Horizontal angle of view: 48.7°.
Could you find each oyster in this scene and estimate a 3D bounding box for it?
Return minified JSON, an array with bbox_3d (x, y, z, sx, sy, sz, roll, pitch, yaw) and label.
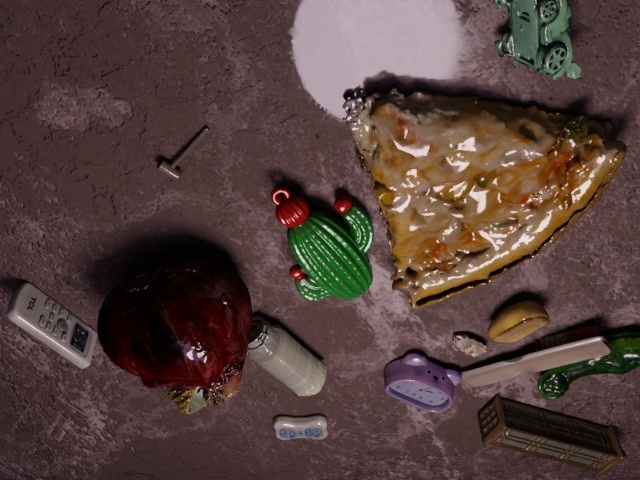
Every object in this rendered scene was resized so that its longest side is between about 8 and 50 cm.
[{"bbox_3d":[0.292,0.204,1.400,0.083,0.019,0.054,28,129,-26],"label":"oyster"}]

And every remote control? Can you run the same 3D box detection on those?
[{"bbox_3d":[-0.044,0.425,1.604,0.122,0.032,0.074,-2,134,4],"label":"remote control"},{"bbox_3d":[-0.498,0.158,1.321,0.029,0.087,0.190,-28,126,20],"label":"remote control"}]

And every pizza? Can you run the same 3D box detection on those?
[{"bbox_3d":[0.269,-0.072,1.099,0.392,0.080,0.435,-12,134,12],"label":"pizza"}]

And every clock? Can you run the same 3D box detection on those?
[{"bbox_3d":[0.211,0.294,1.450,0.153,0.050,0.110,26,135,-16],"label":"clock"}]

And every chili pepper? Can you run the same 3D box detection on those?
[{"bbox_3d":[0.545,0.242,1.396,0.257,0.074,0.100,-30,111,34],"label":"chili pepper"}]

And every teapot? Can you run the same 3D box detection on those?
[{"bbox_3d":[-0.087,0.228,1.394,0.107,0.077,0.200,-12,135,39],"label":"teapot"}]

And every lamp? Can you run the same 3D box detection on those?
[{"bbox_3d":[0.511,0.432,1.564,0.325,0.089,0.090,18,130,-16],"label":"lamp"}]

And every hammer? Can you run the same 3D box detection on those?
[{"bbox_3d":[-0.206,-0.136,1.086,0.035,0.019,0.110,34,123,-27],"label":"hammer"}]

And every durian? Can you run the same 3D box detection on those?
[{"bbox_3d":[-0.258,0.269,1.435,0.139,0.144,0.252,-17,137,-37],"label":"durian"}]

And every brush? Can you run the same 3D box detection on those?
[{"bbox_3d":[0.413,0.234,1.412,0.321,0.050,0.060,-24,132,31],"label":"brush"}]

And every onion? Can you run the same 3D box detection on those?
[{"bbox_3d":[-0.253,0.148,1.222,0.281,0.221,0.281,2,115,5],"label":"onion"}]

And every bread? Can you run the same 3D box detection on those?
[{"bbox_3d":[0.364,0.148,1.318,0.082,0.056,0.115,4,149,-28],"label":"bread"}]

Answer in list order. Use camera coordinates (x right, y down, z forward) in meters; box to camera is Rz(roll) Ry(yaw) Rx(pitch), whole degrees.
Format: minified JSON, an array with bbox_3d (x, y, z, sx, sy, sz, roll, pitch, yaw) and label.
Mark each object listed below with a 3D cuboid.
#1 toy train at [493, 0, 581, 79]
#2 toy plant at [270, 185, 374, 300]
[{"bbox_3d":[0.284,-0.272,0.908,0.081,0.099,0.149,-26,128,-14],"label":"toy train"},{"bbox_3d":[0.014,0.001,1.170,0.155,0.088,0.240,-13,122,-3],"label":"toy plant"}]
